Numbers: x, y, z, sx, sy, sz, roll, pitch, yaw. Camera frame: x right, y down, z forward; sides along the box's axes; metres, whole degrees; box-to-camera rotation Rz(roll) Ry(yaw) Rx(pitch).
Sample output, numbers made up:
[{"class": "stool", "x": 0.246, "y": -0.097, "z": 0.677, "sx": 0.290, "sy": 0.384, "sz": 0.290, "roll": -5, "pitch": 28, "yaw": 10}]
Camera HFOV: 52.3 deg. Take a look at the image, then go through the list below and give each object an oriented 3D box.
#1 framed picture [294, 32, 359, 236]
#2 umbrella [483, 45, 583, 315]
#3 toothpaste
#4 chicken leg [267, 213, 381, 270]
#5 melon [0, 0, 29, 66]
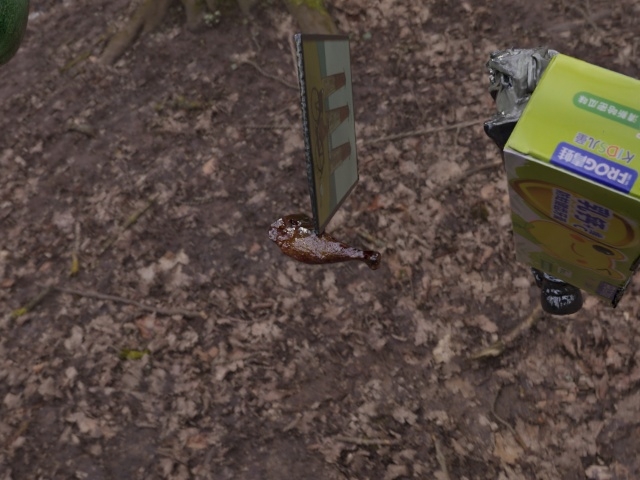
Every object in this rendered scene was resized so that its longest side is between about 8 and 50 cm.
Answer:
[{"class": "framed picture", "x": 0.018, "y": -0.167, "z": 0.926, "sx": 0.013, "sy": 0.244, "sz": 0.324, "roll": -1, "pitch": 17, "yaw": 14}, {"class": "umbrella", "x": 0.275, "y": -0.071, "z": 0.844, "sx": 0.106, "sy": 0.357, "sz": 0.113, "roll": -7, "pitch": 13, "yaw": 28}, {"class": "toothpaste", "x": 0.224, "y": -0.027, "z": 0.538, "sx": 0.110, "sy": 0.327, "sz": 0.077, "roll": 29, "pitch": 85, "yaw": 23}, {"class": "chicken leg", "x": -0.006, "y": 0.001, "z": 0.907, "sx": 0.090, "sy": 0.048, "sz": 0.219, "roll": -17, "pitch": 22, "yaw": -27}, {"class": "melon", "x": -0.495, "y": -0.366, "z": 0.882, "sx": 0.182, "sy": 0.182, "sz": 0.287, "roll": -18, "pitch": 82, "yaw": 12}]
